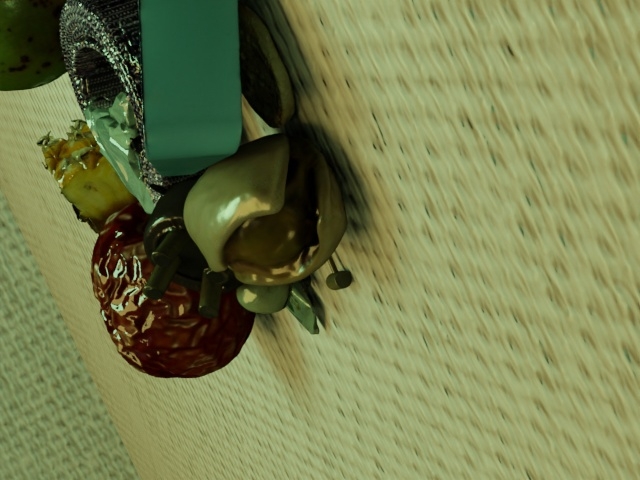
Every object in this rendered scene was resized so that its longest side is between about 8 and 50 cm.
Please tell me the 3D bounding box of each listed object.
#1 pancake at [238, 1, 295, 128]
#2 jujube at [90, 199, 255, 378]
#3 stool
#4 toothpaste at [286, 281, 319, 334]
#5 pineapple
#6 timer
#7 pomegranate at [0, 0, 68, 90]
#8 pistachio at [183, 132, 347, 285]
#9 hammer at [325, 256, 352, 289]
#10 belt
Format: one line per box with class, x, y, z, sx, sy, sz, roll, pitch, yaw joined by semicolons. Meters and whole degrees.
pancake;-0.066;-0.172;1.604;0.139;0.022;0.139;53;162;26
jujube;-0.187;0.064;2.062;0.213;0.213;0.232;44;157;48
stool;-0.107;0.022;1.768;0.217;0.121;0.125;37;134;-25
toothpaste;-0.069;0.011;1.888;0.233;0.038;0.060;52;163;24
pineapple;-0.343;-0.094;2.475;0.186;0.114;0.236;64;174;-5
timer;-0.129;-0.185;1.585;0.250;0.091;0.232;162;105;-84
pomegranate;-0.423;-0.268;2.091;0.231;0.286;0.231;44;178;2
pistachio;-0.053;-0.031;1.597;0.238;0.138;0.153;-171;92;-69
hammer;0.000;0.000;1.690;0.110;0.019;0.035;65;164;-1
belt;-0.205;-0.166;1.874;0.325;0.122;0.260;28;137;61
